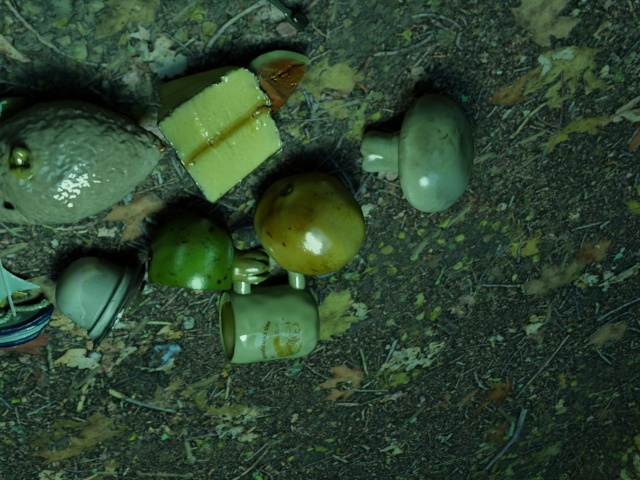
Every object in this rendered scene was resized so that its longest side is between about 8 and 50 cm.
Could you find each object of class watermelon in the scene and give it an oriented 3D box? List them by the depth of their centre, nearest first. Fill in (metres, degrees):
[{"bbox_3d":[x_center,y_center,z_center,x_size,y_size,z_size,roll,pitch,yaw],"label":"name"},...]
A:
[{"bbox_3d":[-0.079,-0.288,1.738,0.125,0.094,0.135,-14,140,-24],"label":"watermelon"}]

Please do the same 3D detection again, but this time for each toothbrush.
[{"bbox_3d":[-0.124,-0.460,1.606,0.297,0.030,0.030,33,85,-40],"label":"toothbrush"}]

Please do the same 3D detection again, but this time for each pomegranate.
[{"bbox_3d":[-0.234,0.023,1.873,0.190,0.240,0.159,4,95,-65],"label":"pomegranate"},{"bbox_3d":[-0.020,-0.035,1.904,0.233,0.233,0.233,-13,134,-13],"label":"pomegranate"}]

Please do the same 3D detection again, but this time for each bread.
[{"bbox_3d":[-0.175,-0.202,1.714,0.178,0.135,0.240,-15,136,14],"label":"bread"}]

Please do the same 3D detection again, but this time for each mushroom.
[{"bbox_3d":[0.200,-0.182,1.903,0.243,0.243,0.244,-13,134,-13],"label":"mushroom"}]

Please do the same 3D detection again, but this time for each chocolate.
[{"bbox_3d":[-0.462,0.100,1.884,0.147,0.221,0.221,39,109,-16],"label":"chocolate"}]

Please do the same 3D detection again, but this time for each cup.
[{"bbox_3d":[-0.120,0.148,2.102,0.202,0.255,0.173,-3,173,-20],"label":"cup"}]

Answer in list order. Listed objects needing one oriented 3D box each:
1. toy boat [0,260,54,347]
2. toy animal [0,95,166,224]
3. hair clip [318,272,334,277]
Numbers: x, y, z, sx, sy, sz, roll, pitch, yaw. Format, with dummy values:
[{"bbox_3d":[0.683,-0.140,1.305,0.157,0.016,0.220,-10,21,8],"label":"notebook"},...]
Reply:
[{"bbox_3d":[-0.666,0.100,1.854,0.220,0.067,0.291,-12,131,-13],"label":"toy boat"},{"bbox_3d":[-0.456,-0.142,1.635,0.358,0.188,0.227,-18,141,-9],"label":"toy animal"},{"bbox_3d":[-0.001,-0.001,2.076,0.124,0.052,0.195,-33,127,-4],"label":"hair clip"}]
